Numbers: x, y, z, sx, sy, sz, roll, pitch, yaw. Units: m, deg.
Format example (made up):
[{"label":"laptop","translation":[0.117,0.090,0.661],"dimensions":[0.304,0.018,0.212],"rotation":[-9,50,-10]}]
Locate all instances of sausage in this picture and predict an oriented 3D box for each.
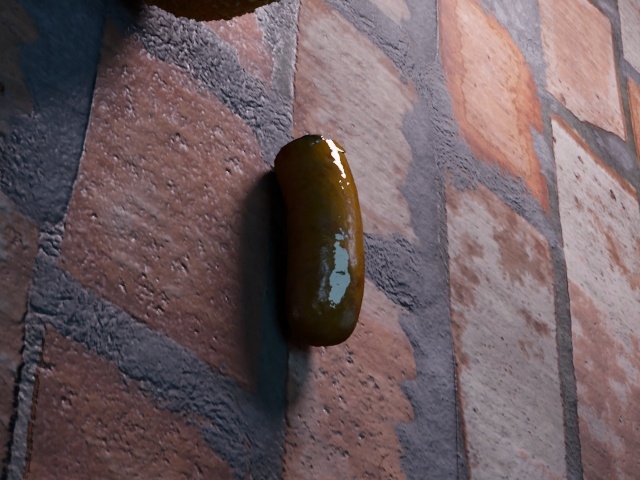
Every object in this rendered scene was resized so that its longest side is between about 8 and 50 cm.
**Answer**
[{"label":"sausage","translation":[0.002,0.001,1.760],"dimensions":[0.109,0.109,0.270],"rotation":[27,50,-44]}]

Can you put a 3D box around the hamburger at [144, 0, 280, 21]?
[{"label":"hamburger","translation":[-0.134,-0.395,1.672],"dimensions":[0.302,0.302,0.170],"rotation":[47,42,-24]}]
